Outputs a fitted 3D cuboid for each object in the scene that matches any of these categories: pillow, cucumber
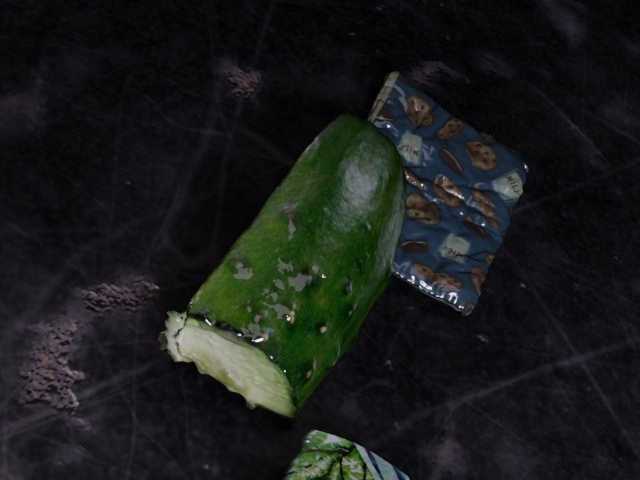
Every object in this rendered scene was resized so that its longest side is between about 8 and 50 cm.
[{"bbox_3d":[0.107,-0.051,1.324,0.189,0.034,0.255,33,45,-4],"label":"pillow"},{"bbox_3d":[0.003,0.000,1.155,0.145,0.105,0.325,33,51,1],"label":"cucumber"}]

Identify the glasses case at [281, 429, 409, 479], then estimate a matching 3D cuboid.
[{"bbox_3d":[-0.016,0.247,0.949,0.095,0.062,0.272,22,33,7],"label":"glasses case"}]
